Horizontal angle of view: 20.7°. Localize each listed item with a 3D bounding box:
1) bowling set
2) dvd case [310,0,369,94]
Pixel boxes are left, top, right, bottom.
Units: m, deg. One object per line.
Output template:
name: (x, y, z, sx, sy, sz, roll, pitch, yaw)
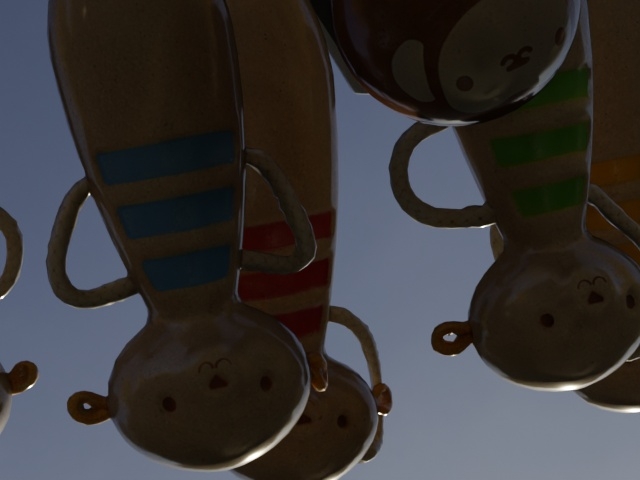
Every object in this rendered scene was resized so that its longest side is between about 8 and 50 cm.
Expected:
bowling set: (0.000, 0.000, 0.443, 0.287, 0.200, 0.154, -11, -86, -11)
dvd case: (0.034, -0.151, 0.681, 0.179, 0.030, 0.239, 2, -41, 40)
